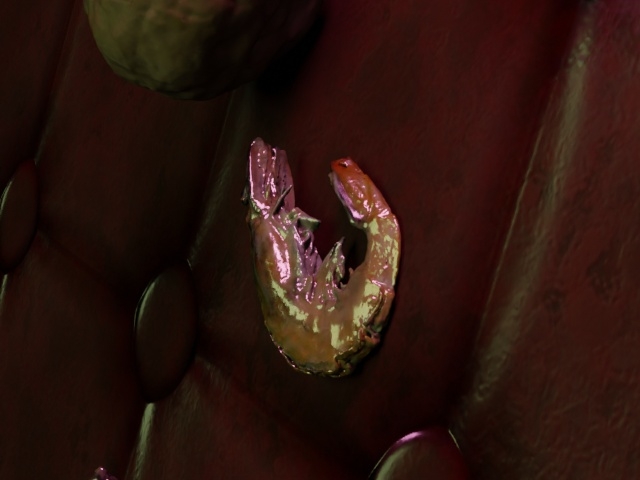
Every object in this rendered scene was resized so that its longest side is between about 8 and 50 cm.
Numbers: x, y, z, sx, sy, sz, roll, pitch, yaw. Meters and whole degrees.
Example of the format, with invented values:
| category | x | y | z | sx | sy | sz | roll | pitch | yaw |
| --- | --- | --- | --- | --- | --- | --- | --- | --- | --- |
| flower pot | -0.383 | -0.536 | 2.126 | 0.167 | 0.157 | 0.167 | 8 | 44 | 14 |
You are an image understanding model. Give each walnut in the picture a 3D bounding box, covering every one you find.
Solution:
| category | x | y | z | sx | sy | sz | roll | pitch | yaw |
| --- | --- | --- | --- | --- | --- | --- | --- | --- | --- |
| walnut | -0.112 | -0.267 | 1.433 | 0.227 | 0.273 | 0.273 | 41 | 120 | 19 |

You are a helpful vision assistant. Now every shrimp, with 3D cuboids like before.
| category | x | y | z | sx | sy | sz | roll | pitch | yaw |
| --- | --- | --- | --- | --- | --- | --- | --- | --- | --- |
| shrimp | -0.001 | 0.000 | 1.339 | 0.173 | 0.058 | 0.253 | -36 | 53 | 37 |

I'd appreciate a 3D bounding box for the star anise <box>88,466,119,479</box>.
| category | x | y | z | sx | sy | sz | roll | pitch | yaw |
| --- | --- | --- | --- | --- | --- | --- | --- | --- | --- |
| star anise | -0.154 | 0.342 | 1.442 | 0.272 | 0.102 | 0.272 | 0 | 89 | 32 |
